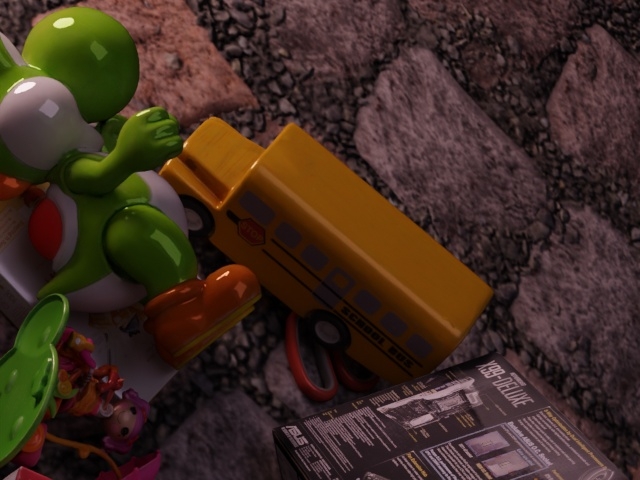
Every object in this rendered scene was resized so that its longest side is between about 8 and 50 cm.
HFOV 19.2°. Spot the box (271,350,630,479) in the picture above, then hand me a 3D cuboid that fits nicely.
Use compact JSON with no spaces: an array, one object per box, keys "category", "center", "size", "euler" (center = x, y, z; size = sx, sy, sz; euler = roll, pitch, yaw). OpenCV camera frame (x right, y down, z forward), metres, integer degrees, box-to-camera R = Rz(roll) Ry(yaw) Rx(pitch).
[{"category":"box","center":[0.120,0.227,1.702],"size":[0.242,0.307,0.077],"euler":[-18,117,-15]}]

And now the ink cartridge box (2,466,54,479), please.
[{"category":"ink cartridge box","center":[-0.210,0.293,1.562],"size":[0.176,0.127,0.128],"euler":[27,49,-22]}]

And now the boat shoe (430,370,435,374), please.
[{"category":"boat shoe","center":[0.109,0.146,1.966],"size":[0.035,0.035,0.100],"euler":[11,50,-29]}]

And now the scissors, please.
[{"category":"scissors","center":[-0.007,0.028,1.959],"size":[0.109,0.021,0.297],"euler":[4,63,-34]}]

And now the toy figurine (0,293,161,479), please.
[{"category":"toy figurine","center":[-0.206,0.158,1.662],"size":[0.159,0.130,0.173],"euler":[34,64,-31]}]

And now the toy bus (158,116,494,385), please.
[{"category":"toy bus","center":[0.000,0.000,1.884],"size":[0.332,0.130,0.108],"euler":[40,48,-1]}]

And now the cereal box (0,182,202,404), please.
[{"category":"cereal box","center":[-0.216,0.037,1.775],"size":[0.240,0.047,0.173],"euler":[46,46,-4]}]

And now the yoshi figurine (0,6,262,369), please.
[{"category":"yoshi figurine","center":[-0.179,-0.073,1.720],"size":[0.362,0.203,0.203],"euler":[51,30,3]}]
